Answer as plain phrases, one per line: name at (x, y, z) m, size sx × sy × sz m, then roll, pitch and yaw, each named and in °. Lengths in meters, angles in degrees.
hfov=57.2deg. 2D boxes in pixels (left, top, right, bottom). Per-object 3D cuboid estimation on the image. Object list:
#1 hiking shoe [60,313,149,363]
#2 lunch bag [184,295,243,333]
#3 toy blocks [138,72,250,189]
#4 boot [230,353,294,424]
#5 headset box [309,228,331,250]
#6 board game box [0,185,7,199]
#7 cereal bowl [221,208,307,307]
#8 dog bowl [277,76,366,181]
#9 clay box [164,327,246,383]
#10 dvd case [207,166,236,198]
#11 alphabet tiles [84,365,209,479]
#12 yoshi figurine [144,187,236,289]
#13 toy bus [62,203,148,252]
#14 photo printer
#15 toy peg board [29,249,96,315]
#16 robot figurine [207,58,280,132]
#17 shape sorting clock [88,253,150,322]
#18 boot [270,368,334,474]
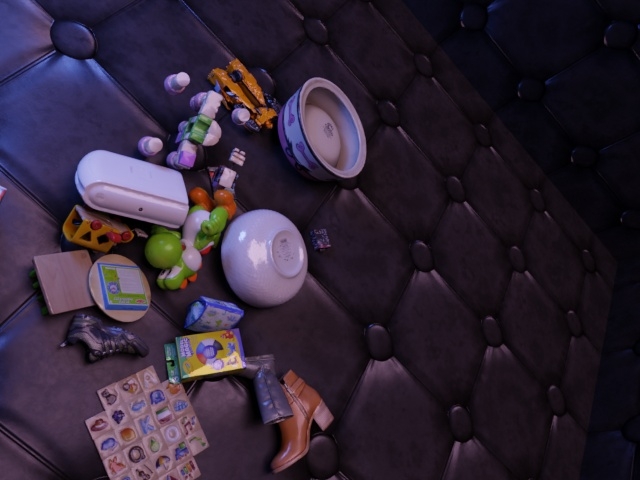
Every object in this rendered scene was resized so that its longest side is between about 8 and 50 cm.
hiking shoe at (-0.587, 0.290, 1.611) m, size 0.227 × 0.086 × 0.114 m, roll 28°, pitch 69°, yaw -19°
lunch bag at (-0.323, 0.226, 1.787) m, size 0.129 × 0.151 × 0.096 m, roll 18°, pitch 61°, yaw -31°
toy blocks at (-0.413, -0.348, 1.929) m, size 0.309 × 0.260 × 0.288 m, roll 24°, pitch 83°, yaw -27°
boot at (-0.193, 0.462, 1.801) m, size 0.189 × 0.076 × 0.208 m, roll -6°, pitch 67°, yaw -21°
headset box at (0.000, 0.000, 2.223) m, size 0.062 × 0.032 × 0.083 m, roll -6°, pitch 75°, yaw -39°
board game box at (-0.913, -0.024, 1.436) m, size 0.142 × 0.144 × 0.275 m, roll 29°, pitch 54°, yaw -25°
cereal bowl at (-0.158, 0.054, 1.951) m, size 0.339 × 0.141 × 0.339 m, roll 15°, pitch 69°, yaw -47°
dog bowl at (0.001, -0.411, 2.280) m, size 0.408 × 0.150 × 0.408 m, roll 24°, pitch 58°, yaw -44°
clay box at (-0.342, 0.342, 1.742) m, size 0.222 × 0.053 × 0.127 m, roll -6°, pitch 64°, yaw -23°
dvd case at (-0.345, -0.201, 2.052) m, size 0.087 × 0.013 × 0.119 m, roll -4°, pitch 72°, yaw -39°
alphabet tiles at (-0.472, 0.537, 1.627) m, size 0.285 × 0.011 × 0.342 m, roll -22°, pitch 85°, yaw -42°
yoshi figurine at (-0.415, -0.025, 1.814) m, size 0.203 × 0.203 × 0.362 m, roll 29°, pitch 56°, yaw -8°
toy bus at (-0.627, -0.018, 1.676) m, size 0.202 × 0.104 × 0.191 m, roll 35°, pitch 8°, yaw -4°
photo printer at (-0.555, -0.159, 1.724) m, size 0.307 × 0.107 × 0.256 m, roll 14°, pitch 24°, yaw -26°
toy peg board at (-0.700, 0.121, 1.601) m, size 0.160 × 0.079 × 0.161 m, roll -11°, pitch 78°, yaw -57°
robot figurine at (-0.279, -0.530, 2.203) m, size 0.291 × 0.085 × 0.211 m, roll 53°, pitch 49°, yaw -6°
shape sorting clock at (-0.573, 0.137, 1.681) m, size 0.206 × 0.040 × 0.206 m, roll 42°, pitch 31°, yaw -32°
boot at (-0.109, 0.563, 1.844) m, size 0.283 × 0.109 × 0.220 m, roll -41°, pitch 90°, yaw -31°
